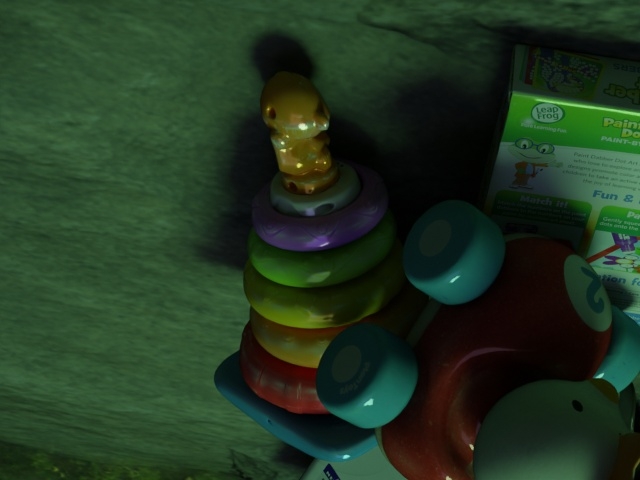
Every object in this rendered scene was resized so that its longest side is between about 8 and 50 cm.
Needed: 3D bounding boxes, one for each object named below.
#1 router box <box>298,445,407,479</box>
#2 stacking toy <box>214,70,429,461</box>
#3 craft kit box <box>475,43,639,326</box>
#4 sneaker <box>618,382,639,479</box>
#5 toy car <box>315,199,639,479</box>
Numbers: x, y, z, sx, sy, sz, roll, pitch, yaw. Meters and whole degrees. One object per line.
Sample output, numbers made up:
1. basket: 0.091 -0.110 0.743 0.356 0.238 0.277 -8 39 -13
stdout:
1. router box: 0.121 0.292 1.554 0.082 0.335 0.301 -17 153 -32
2. stacking toy: 0.000 0.000 1.359 0.175 0.166 0.301 27 139 43
3. craft kit box: 0.244 -0.028 1.334 0.250 0.061 0.246 9 144 0
4. sneaker: 0.278 0.180 1.583 0.118 0.083 0.222 -6 137 -8
5. toy car: 0.163 0.123 1.263 0.219 0.238 0.210 33 94 -38
